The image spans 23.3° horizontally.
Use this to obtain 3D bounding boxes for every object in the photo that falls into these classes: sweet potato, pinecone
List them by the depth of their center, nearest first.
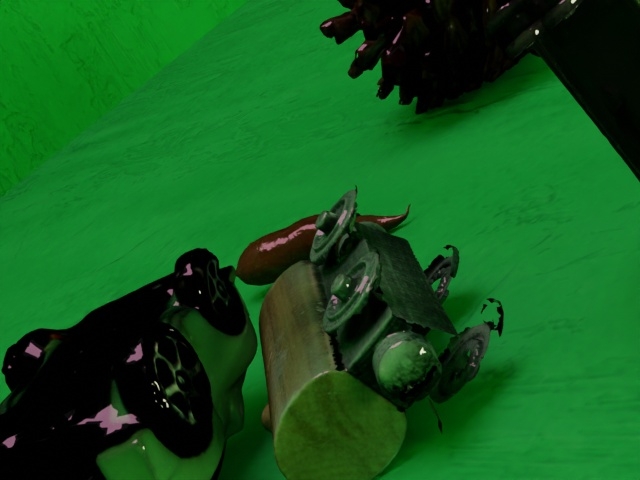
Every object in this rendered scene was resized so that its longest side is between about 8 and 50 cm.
[{"bbox_3d":[0.000,0.000,1.529,0.195,0.056,0.056,-20,20,18],"label":"sweet potato"},{"bbox_3d":[0.136,-0.289,1.749,0.296,0.242,0.298,-27,24,10],"label":"pinecone"}]

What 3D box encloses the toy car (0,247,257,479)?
[{"bbox_3d":[-0.157,0.155,1.187,0.213,0.176,0.358,-26,15,19],"label":"toy car"}]

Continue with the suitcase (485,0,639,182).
[{"bbox_3d":[0.341,-0.170,1.028,0.434,0.283,0.194,-39,0,-17],"label":"suitcase"}]

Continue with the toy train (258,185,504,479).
[{"bbox_3d":[0.034,0.081,1.182,0.189,0.126,0.307,-62,13,13],"label":"toy train"}]
